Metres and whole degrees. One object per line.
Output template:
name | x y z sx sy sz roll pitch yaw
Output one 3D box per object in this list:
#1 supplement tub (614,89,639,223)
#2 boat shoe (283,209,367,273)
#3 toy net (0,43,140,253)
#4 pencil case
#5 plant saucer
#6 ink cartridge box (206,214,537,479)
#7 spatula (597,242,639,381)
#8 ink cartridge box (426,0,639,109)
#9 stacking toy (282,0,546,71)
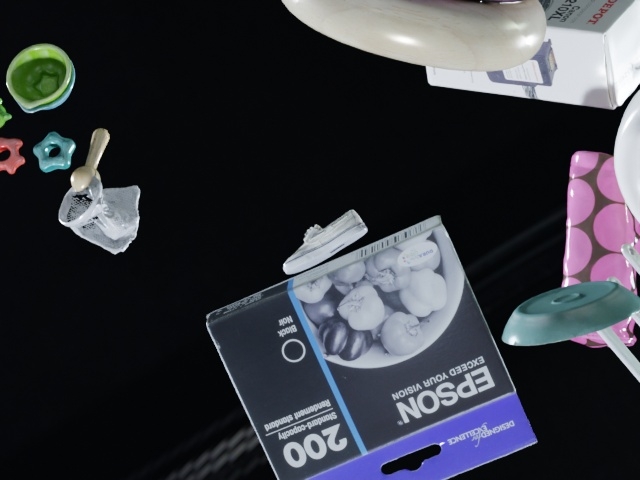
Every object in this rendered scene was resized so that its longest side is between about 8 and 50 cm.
supplement tub | 0.441 -0.134 1.527 0.228 0.228 0.316 5 -144 34
boat shoe | 0.000 0.000 1.700 0.100 0.035 0.035 -31 -104 8
toy net | -0.261 -0.080 1.557 0.122 0.045 0.232 -30 -114 -3
pencil case | 0.304 0.012 1.685 0.095 0.098 0.209 5 -101 18
plant saucer | 0.205 0.057 1.308 0.119 0.021 0.119 -16 -172 2
ink cartridge box | 0.043 0.114 1.264 0.206 0.208 0.045 -24 -169 7
spatula | 0.355 0.122 1.570 0.019 0.242 0.168 -39 180 43
ink cartridge box | 0.259 -0.243 1.815 0.237 0.100 0.172 12 -141 33
stacking toy | 0.077 -0.255 0.752 0.141 0.141 0.330 35 -60 44
